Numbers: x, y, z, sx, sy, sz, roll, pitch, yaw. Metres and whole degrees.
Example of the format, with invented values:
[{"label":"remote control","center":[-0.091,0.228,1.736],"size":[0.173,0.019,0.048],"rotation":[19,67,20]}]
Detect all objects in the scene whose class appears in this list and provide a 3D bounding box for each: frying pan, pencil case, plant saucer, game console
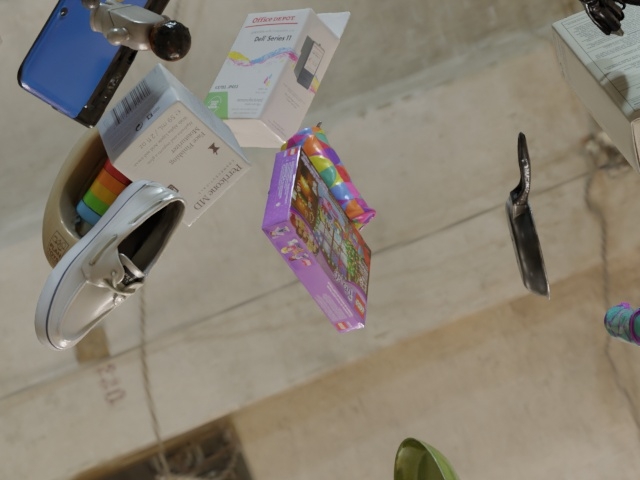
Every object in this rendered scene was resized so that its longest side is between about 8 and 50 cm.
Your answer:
[{"label":"frying pan","center":[0.329,-0.017,1.851],"size":[0.326,0.053,0.197],"rotation":[57,21,-67]},{"label":"pencil case","center":[0.531,0.142,1.971],"size":[0.152,0.065,0.070],"rotation":[161,-62,-86]},{"label":"plant saucer","center":[0.165,0.394,1.643],"size":[0.241,0.037,0.241],"rotation":[171,-90,-73]},{"label":"pencil case","center":[0.016,-0.117,2.287],"size":[0.236,0.104,0.104],"rotation":[61,-10,20]},{"label":"game console","center":[-0.347,-0.336,1.733],"size":[0.173,0.293,0.250],"rotation":[32,-3,-34]}]

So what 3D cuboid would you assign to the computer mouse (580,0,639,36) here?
[{"label":"computer mouse","center":[0.469,-0.348,1.565],"size":[0.188,0.272,0.072],"rotation":[35,51,-49]}]

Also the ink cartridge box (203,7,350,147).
[{"label":"ink cartridge box","center":[-0.098,-0.378,2.502],"size":[0.207,0.353,0.119],"rotation":[5,-26,44]}]

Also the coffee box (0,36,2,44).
[{"label":"coffee box","center":[-0.610,-0.324,1.912],"size":[0.098,0.141,0.246],"rotation":[35,-8,-8]}]

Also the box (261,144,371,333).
[{"label":"box","center":[0.000,0.000,2.105],"size":[0.293,0.057,0.201],"rotation":[55,29,-36]}]

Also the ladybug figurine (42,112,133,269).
[{"label":"ladybug figurine","center":[-0.441,-0.095,2.567],"size":[0.305,0.449,0.162],"rotation":[45,14,30]}]

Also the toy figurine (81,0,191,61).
[{"label":"toy figurine","center":[-0.191,-0.326,1.334],"size":[0.148,0.209,0.213],"rotation":[24,-17,27]}]

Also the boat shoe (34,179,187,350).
[{"label":"boat shoe","center":[-0.272,0.038,1.548],"size":[0.088,0.267,0.096],"rotation":[18,-28,41]}]

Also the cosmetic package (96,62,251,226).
[{"label":"cosmetic package","center":[-0.239,-0.155,1.889],"size":[0.184,0.151,0.151],"rotation":[41,10,-35]}]

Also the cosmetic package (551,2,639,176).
[{"label":"cosmetic package","center":[0.482,-0.243,1.749],"size":[0.309,0.160,0.113],"rotation":[-108,177,-51]}]
